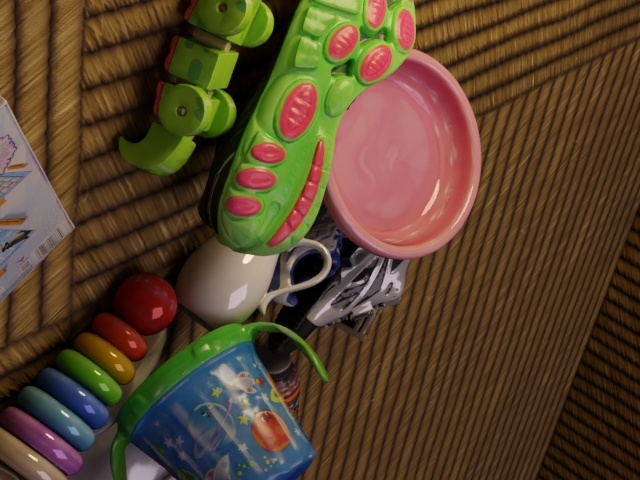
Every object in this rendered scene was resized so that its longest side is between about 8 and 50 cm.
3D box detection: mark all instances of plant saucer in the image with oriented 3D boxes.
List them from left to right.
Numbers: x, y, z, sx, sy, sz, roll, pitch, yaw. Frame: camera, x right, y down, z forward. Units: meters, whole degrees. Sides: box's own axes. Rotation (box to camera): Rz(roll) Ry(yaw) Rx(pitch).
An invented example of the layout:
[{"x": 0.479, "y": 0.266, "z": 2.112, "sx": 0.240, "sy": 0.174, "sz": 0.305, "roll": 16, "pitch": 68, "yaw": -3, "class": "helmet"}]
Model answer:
[{"x": 0.109, "y": -0.135, "z": 1.908, "sx": 0.332, "sy": 0.084, "sz": 0.332, "roll": 1, "pitch": 89, "yaw": -38, "class": "plant saucer"}]

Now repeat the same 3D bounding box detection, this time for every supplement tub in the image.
[{"x": -0.089, "y": 0.272, "z": 2.127, "sx": 0.106, "sy": 0.106, "sz": 0.197, "roll": -35, "pitch": 145, "yaw": -34, "class": "supplement tub"}]

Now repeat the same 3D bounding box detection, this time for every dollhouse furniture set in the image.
[{"x": 0.061, "y": 0.081, "z": 2.176, "sx": 0.129, "sy": 0.129, "sz": 0.184, "roll": -62, "pitch": 175, "yaw": 8, "class": "dollhouse furniture set"}]

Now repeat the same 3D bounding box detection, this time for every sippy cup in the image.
[{"x": -0.135, "y": 0.276, "z": 1.745, "sx": 0.240, "sy": 0.224, "sz": 0.305, "roll": -20, "pitch": 156, "yaw": -53, "class": "sippy cup"}]

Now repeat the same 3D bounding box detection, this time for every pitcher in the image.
[{"x": -0.102, "y": 0.050, "z": 1.808, "sx": 0.207, "sy": 0.178, "sz": 0.125, "roll": -52, "pitch": 174, "yaw": -12, "class": "pitcher"}]

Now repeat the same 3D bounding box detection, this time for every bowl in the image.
[{"x": -0.273, "y": 0.375, "z": 1.920, "sx": 0.298, "sy": 0.134, "sz": 0.297, "roll": -38, "pitch": 146, "yaw": -31, "class": "bowl"}]

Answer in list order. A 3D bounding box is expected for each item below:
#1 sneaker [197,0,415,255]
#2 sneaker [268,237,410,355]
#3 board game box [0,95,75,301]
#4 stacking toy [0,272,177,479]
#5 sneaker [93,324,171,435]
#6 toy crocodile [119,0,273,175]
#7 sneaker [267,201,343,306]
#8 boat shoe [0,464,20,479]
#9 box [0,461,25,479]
[{"x": -0.035, "y": -0.207, "z": 1.667, "sx": 0.185, "sy": 0.202, "sz": 0.482, "roll": 39, "pitch": 73, "yaw": -29, "class": "sneaker"}, {"x": 0.058, "y": 0.087, "z": 2.010, "sx": 0.330, "sy": 0.122, "sz": 0.146, "roll": -47, "pitch": 110, "yaw": -1, "class": "sneaker"}, {"x": -0.430, "y": 0.016, "z": 1.313, "sx": 0.318, "sy": 0.066, "sz": 0.318, "roll": -47, "pitch": 163, "yaw": -17, "class": "board game box"}, {"x": -0.315, "y": 0.185, "z": 1.682, "sx": 0.330, "sy": 0.141, "sz": 0.141, "roll": -53, "pitch": 152, "yaw": -18, "class": "stacking toy"}, {"x": -0.283, "y": 0.201, "z": 1.796, "sx": 0.212, "sy": 0.080, "sz": 0.094, "roll": -55, "pitch": 163, "yaw": -5, "class": "sneaker"}, {"x": -0.146, "y": -0.234, "z": 1.537, "sx": 0.340, "sy": 0.105, "sz": 0.115, "roll": -66, "pitch": 167, "yaw": 11, "class": "toy crocodile"}, {"x": 0.000, "y": 0.000, "z": 1.961, "sx": 0.296, "sy": 0.131, "sz": 0.111, "roll": -44, "pitch": 147, "yaw": -25, "class": "sneaker"}, {"x": -0.489, "y": 0.324, "z": 1.514, "sx": 0.285, "sy": 0.089, "sz": 0.104, "roll": 16, "pitch": 99, "yaw": -45, "class": "boat shoe"}, {"x": -0.463, "y": 0.378, "z": 1.692, "sx": 0.137, "sy": 0.072, "sz": 0.126, "roll": -56, "pitch": 151, "yaw": 1, "class": "box"}]
